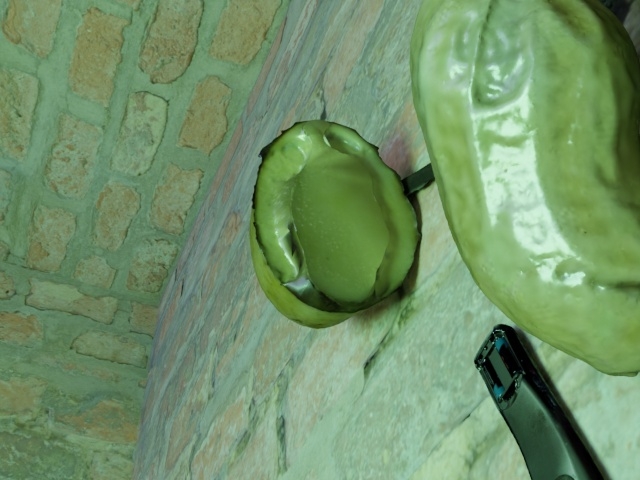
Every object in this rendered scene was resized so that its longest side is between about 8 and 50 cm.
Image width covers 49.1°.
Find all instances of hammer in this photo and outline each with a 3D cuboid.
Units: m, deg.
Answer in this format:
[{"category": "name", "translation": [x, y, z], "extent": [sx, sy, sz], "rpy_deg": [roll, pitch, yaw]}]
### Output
[{"category": "hammer", "translation": [0.161, -0.100, 0.875], "extent": [0.297, 0.026, 0.125], "rpy_deg": [145, 139, -62]}]

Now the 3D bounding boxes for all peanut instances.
[{"category": "peanut", "translation": [0.170, -0.066, 0.543], "extent": [0.174, 0.158, 0.340], "rpy_deg": [-15, 85, 38]}]

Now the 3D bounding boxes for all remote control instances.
[{"category": "remote control", "translation": [0.179, 0.152, 0.587], "extent": [0.059, 0.028, 0.212], "rpy_deg": [-62, 21, 25]}]

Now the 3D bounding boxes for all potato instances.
[{"category": "potato", "translation": [0.000, 0.000, 0.973], "extent": [0.242, 0.242, 0.286], "rpy_deg": [-51, 53, 47]}]
